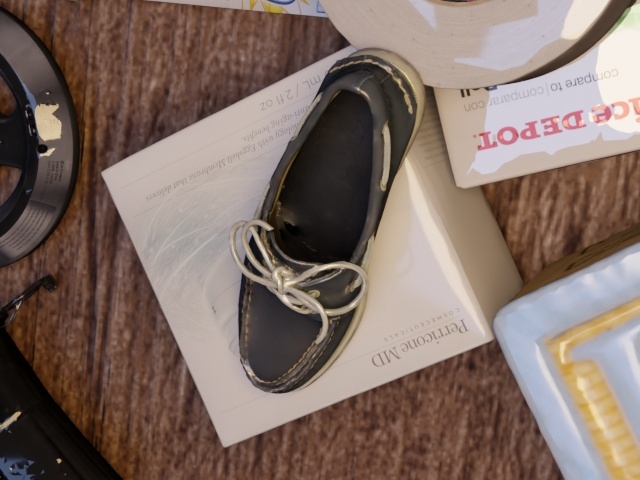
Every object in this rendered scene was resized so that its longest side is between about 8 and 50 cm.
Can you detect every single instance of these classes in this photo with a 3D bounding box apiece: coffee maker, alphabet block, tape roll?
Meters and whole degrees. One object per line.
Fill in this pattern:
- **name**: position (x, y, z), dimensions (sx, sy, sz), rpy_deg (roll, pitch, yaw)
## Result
- **coffee maker**: position (-0.239, 0.152, 1.196), dimensions (0.171, 0.120, 0.178), rpy_deg (-42, 84, 17)
- **alphabet block**: position (0.250, 0.078, 0.996), dimensions (0.193, 0.197, 0.192), rpy_deg (-25, 90, 19)
- **tape roll**: position (0.098, -0.206, 0.947), dimensions (0.219, 0.072, 0.219), rpy_deg (3, 100, 20)

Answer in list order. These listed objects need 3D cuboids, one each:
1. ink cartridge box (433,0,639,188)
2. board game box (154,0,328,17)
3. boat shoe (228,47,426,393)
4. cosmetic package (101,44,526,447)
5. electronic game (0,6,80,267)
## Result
- **ink cartridge box**: position (0.169, -0.190, 1.027), dimensions (0.201, 0.117, 0.278), rpy_deg (-12, 94, 19)
- **board game box**: position (-0.065, -0.244, 1.136), dimensions (0.201, 0.035, 0.136), rpy_deg (7, 99, 17)
- **boat shoe**: position (-0.003, 0.000, 0.960), dimensions (0.095, 0.079, 0.254), rpy_deg (31, 118, 10)
- **cosmetic package**: position (0.000, 0.000, 1.088), dimensions (0.224, 0.138, 0.224), rpy_deg (-25, 90, 22)
- **electronic game**: position (-0.297, -0.086, 1.220), dimensions (0.229, 0.048, 0.229), rpy_deg (5, 103, 23)
